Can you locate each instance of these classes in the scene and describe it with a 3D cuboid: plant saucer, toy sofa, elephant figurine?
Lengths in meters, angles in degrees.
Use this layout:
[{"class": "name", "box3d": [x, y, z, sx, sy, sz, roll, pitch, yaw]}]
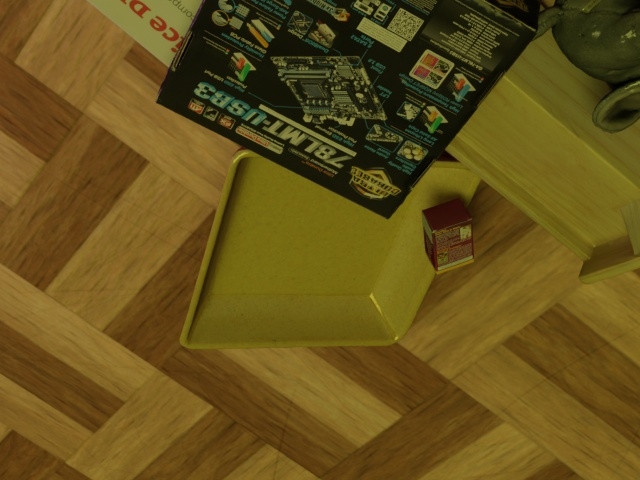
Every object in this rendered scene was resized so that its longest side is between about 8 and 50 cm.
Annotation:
[{"class": "plant saucer", "box3d": [0.000, 0.000, 1.347, 0.333, 0.081, 0.333, 1, 131, -23]}, {"class": "toy sofa", "box3d": [0.267, -0.126, 1.228, 0.362, 0.177, 0.150, 36, 150, -14]}, {"class": "elephant figurine", "box3d": [0.344, -0.198, 1.117, 0.186, 0.169, 0.239, 23, 164, 27]}]

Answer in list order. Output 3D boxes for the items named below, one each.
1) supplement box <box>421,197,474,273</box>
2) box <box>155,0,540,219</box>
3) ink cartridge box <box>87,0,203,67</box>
[{"class": "supplement box", "box3d": [0.162, -0.005, 1.318, 0.055, 0.043, 0.083, -17, 137, -7]}, {"class": "box", "box3d": [0.019, -0.191, 1.056, 0.295, 0.073, 0.293, 26, 134, -10]}, {"class": "ink cartridge box", "box3d": [-0.066, -0.364, 1.081, 0.395, 0.166, 0.285, -33, 122, 32]}]
